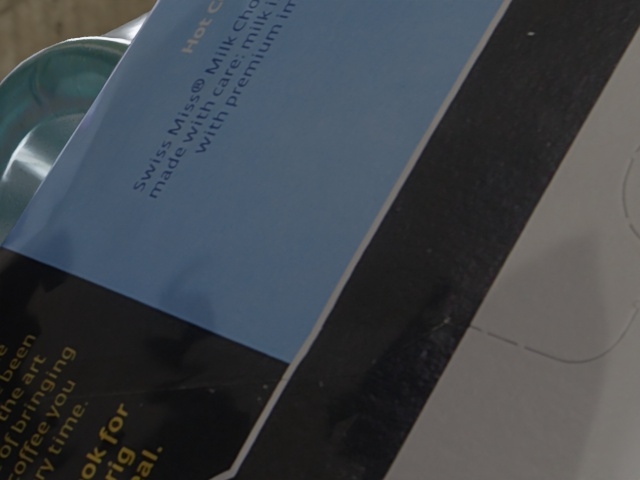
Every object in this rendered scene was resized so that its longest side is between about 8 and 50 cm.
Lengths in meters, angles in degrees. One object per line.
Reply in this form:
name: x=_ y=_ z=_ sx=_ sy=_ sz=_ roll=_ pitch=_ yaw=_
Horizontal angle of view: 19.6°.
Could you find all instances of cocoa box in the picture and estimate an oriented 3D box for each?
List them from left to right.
cocoa box: x=0.079 y=0.021 z=0.506 sx=0.228 sy=0.231 sz=0.347 roll=19 pitch=-107 yaw=44

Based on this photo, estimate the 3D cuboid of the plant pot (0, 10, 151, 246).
plant pot: x=0.000 y=0.000 z=0.766 sx=0.272 sy=0.271 sz=0.255 roll=14 pitch=-162 yaw=42
